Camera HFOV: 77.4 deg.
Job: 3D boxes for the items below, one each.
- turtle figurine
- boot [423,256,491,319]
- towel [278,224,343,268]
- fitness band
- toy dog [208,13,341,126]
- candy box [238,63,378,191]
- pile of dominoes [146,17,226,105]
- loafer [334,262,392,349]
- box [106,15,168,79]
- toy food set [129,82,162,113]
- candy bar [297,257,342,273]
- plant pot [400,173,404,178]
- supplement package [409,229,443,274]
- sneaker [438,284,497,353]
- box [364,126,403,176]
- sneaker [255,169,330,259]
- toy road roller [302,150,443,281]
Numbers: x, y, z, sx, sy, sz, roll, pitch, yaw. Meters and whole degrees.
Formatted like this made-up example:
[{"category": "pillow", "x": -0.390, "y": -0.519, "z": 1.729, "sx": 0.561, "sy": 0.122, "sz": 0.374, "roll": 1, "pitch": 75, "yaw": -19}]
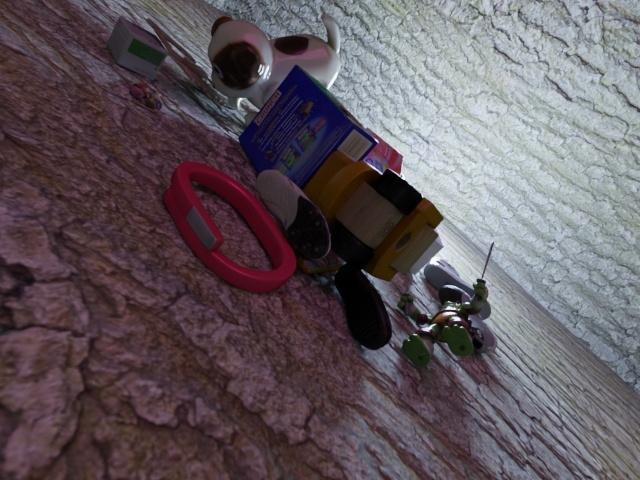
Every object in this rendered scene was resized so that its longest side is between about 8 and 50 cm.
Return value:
[{"category": "turtle figurine", "x": 0.268, "y": 0.144, "z": 0.909, "sx": 0.198, "sy": 0.274, "sz": 0.266, "roll": 12, "pitch": 19, "yaw": 19}, {"category": "boot", "x": 0.467, "y": 0.150, "z": 1.352, "sx": 0.258, "sy": 0.095, "sz": 0.123, "roll": 42, "pitch": 28, "yaw": 4}, {"category": "towel", "x": 0.000, "y": 0.000, "z": 0.921, "sx": 0.144, "sy": 0.029, "sz": 0.197, "roll": 40, "pitch": 18, "yaw": 15}, {"category": "fitness band", "x": -0.159, "y": -0.028, "z": 0.717, "sx": 0.291, "sy": 0.054, "sz": 0.209, "roll": 53, "pitch": 22, "yaw": 26}, {"category": "toy dog", "x": -0.144, "y": -0.513, "z": 1.224, "sx": 0.408, "sy": 0.395, "sz": 0.284, "roll": -3, "pitch": 61, "yaw": -43}, {"category": "candy box", "x": -0.048, "y": -0.260, "z": 1.042, "sx": 0.122, "sy": 0.268, "sz": 0.317, "roll": 20, "pitch": 30, "yaw": -49}, {"category": "pile of dominoes", "x": -0.381, "y": -0.486, "z": 1.143, "sx": 0.196, "sy": 0.040, "sz": 0.251, "roll": 55, "pitch": 10, "yaw": 5}, {"category": "loafer", "x": 0.097, "y": 0.127, "z": 0.800, "sx": 0.078, "sy": 0.080, "sz": 0.220, "roll": 27, "pitch": 25, "yaw": -30}, {"category": "box", "x": -0.468, "y": -0.489, "z": 1.021, "sx": 0.101, "sy": 0.087, "sz": 0.102, "roll": 10, "pitch": 38, "yaw": -54}, {"category": "toy food set", "x": -0.407, "y": -0.342, "z": 0.934, "sx": 0.078, "sy": 0.019, "sz": 0.122, "roll": 24, "pitch": 27, "yaw": -37}, {"category": "candy bar", "x": 0.003, "y": 0.054, "z": 0.868, "sx": 0.040, "sy": 0.018, "sz": 0.161, "roll": 50, "pitch": 23, "yaw": 22}, {"category": "plant pot", "x": 0.216, "y": -0.240, "z": 1.585, "sx": 0.167, "sy": 0.165, "sz": 0.167, "roll": 35, "pitch": 22, "yaw": -16}, {"category": "supplement package", "x": 0.300, "y": -0.019, "z": 1.341, "sx": 0.134, "sy": 0.139, "sz": 0.244, "roll": 37, "pitch": 23, "yaw": -9}, {"category": "sneaker", "x": 0.400, "y": 0.218, "z": 1.133, "sx": 0.132, "sy": 0.086, "sz": 0.228, "roll": 10, "pitch": 38, "yaw": -49}, {"category": "box", "x": 0.118, "y": -0.150, "z": 1.124, "sx": 0.154, "sy": 0.142, "sz": 0.299, "roll": 33, "pitch": 51, "yaw": -20}, {"category": "sneaker", "x": -0.049, "y": -0.053, "z": 0.810, "sx": 0.237, "sy": 0.085, "sz": 0.086, "roll": 53, "pitch": 4, "yaw": 28}, {"category": "toy road roller", "x": 0.109, "y": -0.065, "z": 0.906, "sx": 0.240, "sy": 0.202, "sz": 0.329, "roll": 45, "pitch": 10, "yaw": 32}]
